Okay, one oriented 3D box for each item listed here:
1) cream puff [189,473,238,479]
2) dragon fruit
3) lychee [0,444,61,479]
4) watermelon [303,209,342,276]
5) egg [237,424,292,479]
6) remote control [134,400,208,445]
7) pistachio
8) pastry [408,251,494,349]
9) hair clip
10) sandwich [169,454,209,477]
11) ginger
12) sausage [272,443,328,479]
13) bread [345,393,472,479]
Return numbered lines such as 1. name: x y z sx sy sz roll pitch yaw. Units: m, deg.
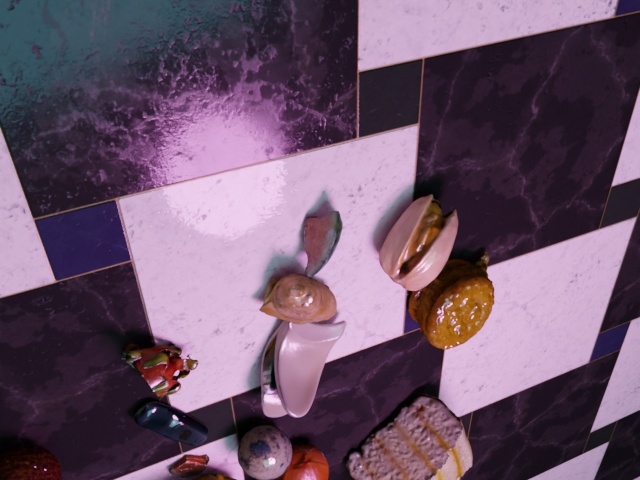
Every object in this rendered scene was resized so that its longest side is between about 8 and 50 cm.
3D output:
1. cream puff: -0.306 0.770 1.754 0.378 0.276 0.378 -6 152 -3
2. dragon fruit: -0.357 0.277 1.445 0.175 0.138 0.142 -20 158 -43
3. lychee: -0.650 0.536 1.420 0.194 0.194 0.194 -15 130 -19
4. watermelon: 0.008 0.007 1.465 0.101 0.080 0.155 -6 103 -71
5. egg: -0.144 0.563 1.754 0.141 0.141 0.182 -36 151 0
6. remote control: -0.358 0.449 1.611 0.072 0.042 0.222 -44 133 4
7. pistachio: 0.232 0.008 1.547 0.157 0.157 0.229 17 108 -37
8. pastry: 0.359 0.171 1.745 0.235 0.132 0.240 -12 129 -21
9. hair clip: -0.060 0.312 1.632 0.172 0.113 0.282 16 85 -35
10. sandwich: -0.348 0.596 1.739 0.101 0.026 0.069 13 117 -35
11. ginger: -0.022 0.137 1.506 0.193 0.122 0.115 16 80 -31
12. sausage: -0.080 0.700 1.881 0.141 0.153 0.268 17 116 -25
13. bread: 0.308 0.674 2.034 0.395 0.239 0.264 -46 137 7
